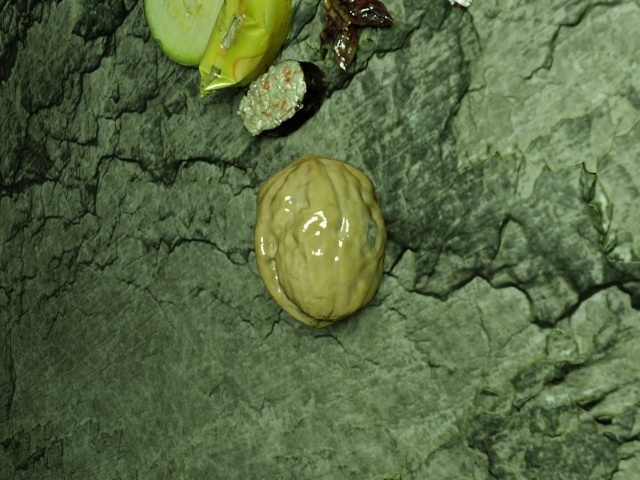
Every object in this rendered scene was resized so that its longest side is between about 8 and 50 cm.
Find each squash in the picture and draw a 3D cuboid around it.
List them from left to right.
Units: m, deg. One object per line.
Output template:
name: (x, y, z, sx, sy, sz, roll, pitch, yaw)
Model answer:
squash: (-0.213, -0.430, 1.199, 0.252, 0.049, 0.252, 4, 97, 41)

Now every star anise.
star anise: (0.044, -0.344, 0.973, 0.157, 0.053, 0.212, -6, 88, 43)

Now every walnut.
walnut: (0.000, 0.000, 0.955, 0.198, 0.198, 0.244, 0, 90, 42)

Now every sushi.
sushi: (-0.059, -0.216, 1.060, 0.150, 0.078, 0.090, -27, 76, 39)

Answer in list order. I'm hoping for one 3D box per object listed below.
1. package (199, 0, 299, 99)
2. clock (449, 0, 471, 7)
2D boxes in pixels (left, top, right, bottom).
package: (-0.105, -0.315, 1.046, 0.090, 0.168, 0.226, 35, 121, 8)
clock: (0.169, -0.355, 0.868, 0.129, 0.041, 0.087, 50, 120, 21)
